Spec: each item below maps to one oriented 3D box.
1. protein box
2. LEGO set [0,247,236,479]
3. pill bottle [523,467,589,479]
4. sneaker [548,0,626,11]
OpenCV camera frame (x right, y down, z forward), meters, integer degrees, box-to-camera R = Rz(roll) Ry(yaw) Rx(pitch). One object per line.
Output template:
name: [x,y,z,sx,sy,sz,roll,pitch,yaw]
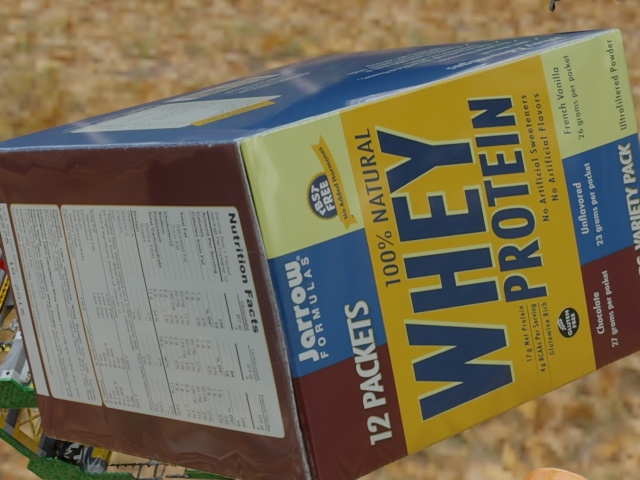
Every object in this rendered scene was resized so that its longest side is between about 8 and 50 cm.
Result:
protein box: [0.000,0.000,0.775,0.200,0.136,0.201,-19,13,-35]
LEGO set: [-0.152,0.077,1.527,0.331,0.192,0.255,-11,-38,40]
pill bottle: [0.139,0.287,1.358,0.130,0.130,0.246,14,51,31]
sneaker: [0.228,-0.225,1.606,0.098,0.069,0.038,41,-3,-36]
